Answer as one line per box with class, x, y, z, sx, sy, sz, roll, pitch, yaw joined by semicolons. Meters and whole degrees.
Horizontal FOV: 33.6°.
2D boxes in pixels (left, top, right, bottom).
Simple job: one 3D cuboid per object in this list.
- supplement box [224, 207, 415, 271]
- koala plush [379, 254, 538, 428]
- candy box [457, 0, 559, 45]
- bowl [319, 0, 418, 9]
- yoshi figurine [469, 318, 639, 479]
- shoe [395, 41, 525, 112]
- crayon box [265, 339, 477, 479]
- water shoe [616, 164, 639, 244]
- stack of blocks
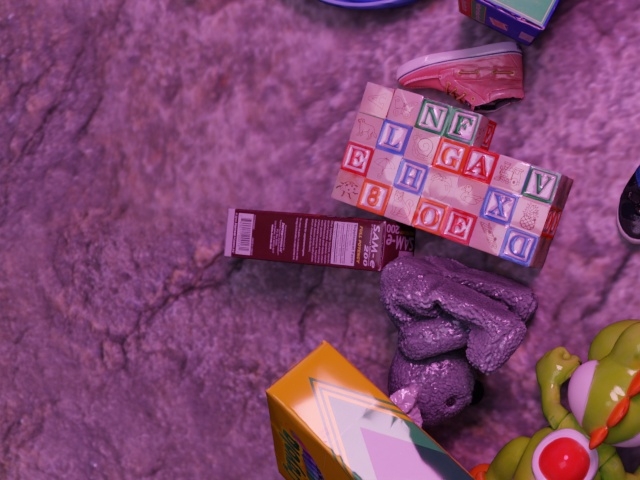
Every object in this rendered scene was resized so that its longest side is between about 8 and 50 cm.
supplement box;0.000;0.000;1.497;0.240;0.130;0.073;6;90;23
koala plush;0.151;0.149;1.395;0.203;0.196;0.221;21;109;14
candy box;0.285;-0.410;1.296;0.122;0.268;0.317;25;99;3
bowl;0.085;-0.515;1.499;0.391;0.077;0.391;-1;87;22
yoshi figurine;0.342;0.238;1.343;0.362;0.204;0.203;-58;27;27
shoe;0.191;-0.214;1.453;0.178;0.063;0.081;-9;80;20
crayon box;0.079;0.322;1.331;0.313;0.363;0.106;41;70;19
water shoe;0.432;-0.089;1.332;0.073;0.080;0.203;33;102;22
stack of blocks;0.182;-0.091;1.441;0.297;0.087;0.171;21;97;23
